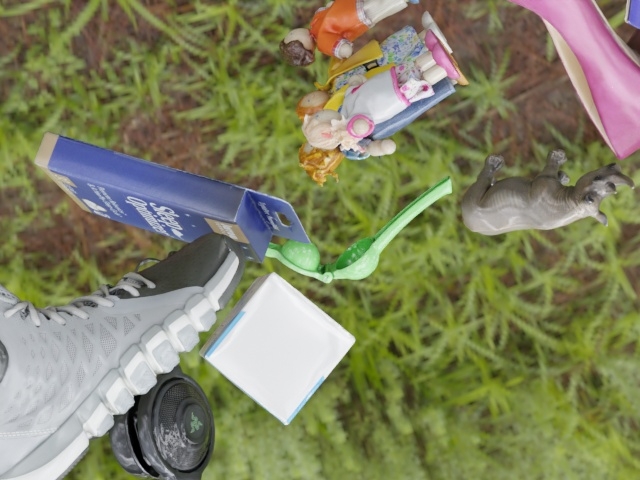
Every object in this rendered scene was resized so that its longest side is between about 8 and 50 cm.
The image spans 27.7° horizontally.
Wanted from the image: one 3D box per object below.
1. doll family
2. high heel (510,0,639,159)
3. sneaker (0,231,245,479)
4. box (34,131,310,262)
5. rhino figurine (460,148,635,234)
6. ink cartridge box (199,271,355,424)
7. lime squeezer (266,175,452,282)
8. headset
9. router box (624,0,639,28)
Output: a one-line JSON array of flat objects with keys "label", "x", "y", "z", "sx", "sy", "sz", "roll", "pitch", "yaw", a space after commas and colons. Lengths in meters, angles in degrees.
[{"label": "doll family", "x": 0.045, "y": -0.128, "z": 1.162, "sx": 0.163, "sy": 0.263, "sz": 0.118, "roll": -32, "pitch": 121, "yaw": 11}, {"label": "high heel", "x": 0.246, "y": -0.224, "z": 1.453, "sx": 0.377, "sy": 0.127, "sz": 0.181, "roll": 24, "pitch": 115, "yaw": -12}, {"label": "sneaker", "x": -0.154, "y": 0.043, "z": 0.789, "sx": 0.132, "sy": 0.228, "sz": 0.086, "roll": 48, "pitch": 151, "yaw": -12}, {"label": "box", "x": -0.127, "y": -0.031, "z": 1.150, "sx": 0.225, "sy": 0.036, "sz": 0.136, "roll": 15, "pitch": 166, "yaw": 12}, {"label": "rhino figurine", "x": 0.282, "y": -0.056, "z": 1.624, "sx": 0.243, "sy": 0.106, "sz": 0.073, "roll": -3, "pitch": 138, "yaw": 38}, {"label": "ink cartridge box", "x": -0.042, "y": 0.091, "z": 1.113, "sx": 0.090, "sy": 0.143, "sz": 0.092, "roll": 39, "pitch": 82, "yaw": -5}, {"label": "lime squeezer", "x": 0.000, "y": 0.000, "z": 1.490, "sx": 0.311, "sy": 0.058, "sz": 0.109, "roll": -6, "pitch": 129, "yaw": 5}, {"label": "headset", "x": -0.220, "y": 0.203, "z": 1.609, "sx": 0.185, "sy": 0.243, "sz": 0.394, "roll": 9, "pitch": 101, "yaw": -58}, {"label": "router box", "x": 0.406, "y": -0.185, "z": 0.773, "sx": 0.301, "sy": 0.335, "sz": 0.082, "roll": -51, "pitch": 159, "yaw": -13}]
